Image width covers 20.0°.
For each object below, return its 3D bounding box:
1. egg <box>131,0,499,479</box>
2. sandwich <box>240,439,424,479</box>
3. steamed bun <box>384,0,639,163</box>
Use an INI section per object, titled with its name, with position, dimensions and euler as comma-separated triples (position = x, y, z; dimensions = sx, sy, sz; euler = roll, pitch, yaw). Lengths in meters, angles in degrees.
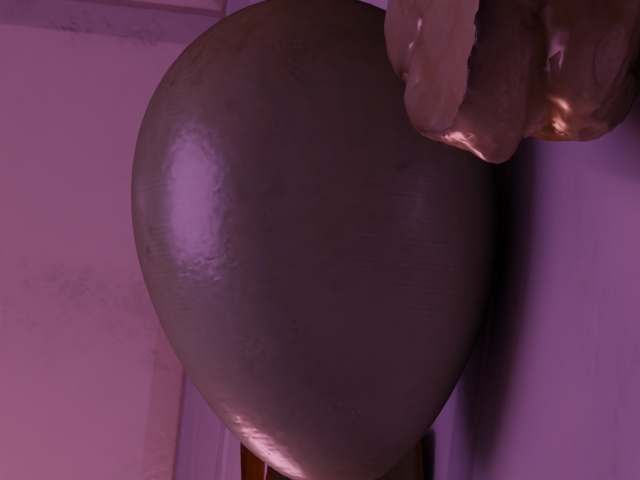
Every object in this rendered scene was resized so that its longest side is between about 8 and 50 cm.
[egg]
position = 0.000, 0.000, 1.080
dimensions = 0.218, 0.218, 0.295
euler = 135, 127, -76
[sandwich]
position = 0.004, 0.211, 1.239
dimensions = 0.144, 0.117, 0.187
euler = 122, 151, -76
[steamed bun]
position = 0.103, -0.134, 0.863
dimensions = 0.192, 0.106, 0.177
euler = -132, 52, -67
